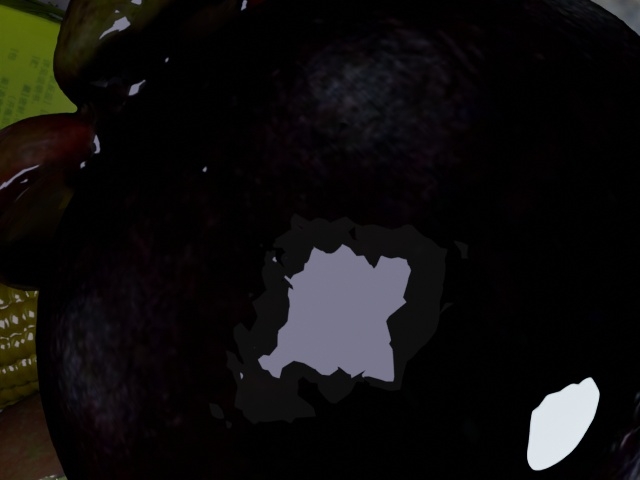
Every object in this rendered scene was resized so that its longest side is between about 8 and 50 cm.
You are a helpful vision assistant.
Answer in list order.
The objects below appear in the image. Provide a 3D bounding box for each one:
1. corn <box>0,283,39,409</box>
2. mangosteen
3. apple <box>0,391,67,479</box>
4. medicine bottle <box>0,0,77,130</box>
[{"bbox_3d":[-0.306,0.076,0.846,0.344,0.131,0.131,-11,89,16],"label":"corn"},{"bbox_3d":[0.000,0.000,0.619,0.435,0.382,0.382,43,103,4],"label":"mangosteen"},{"bbox_3d":[-0.170,0.188,0.776,0.174,0.207,0.188,34,101,41],"label":"apple"},{"bbox_3d":[-0.237,-0.111,0.809,0.250,0.137,0.141,21,98,14],"label":"medicine bottle"}]
